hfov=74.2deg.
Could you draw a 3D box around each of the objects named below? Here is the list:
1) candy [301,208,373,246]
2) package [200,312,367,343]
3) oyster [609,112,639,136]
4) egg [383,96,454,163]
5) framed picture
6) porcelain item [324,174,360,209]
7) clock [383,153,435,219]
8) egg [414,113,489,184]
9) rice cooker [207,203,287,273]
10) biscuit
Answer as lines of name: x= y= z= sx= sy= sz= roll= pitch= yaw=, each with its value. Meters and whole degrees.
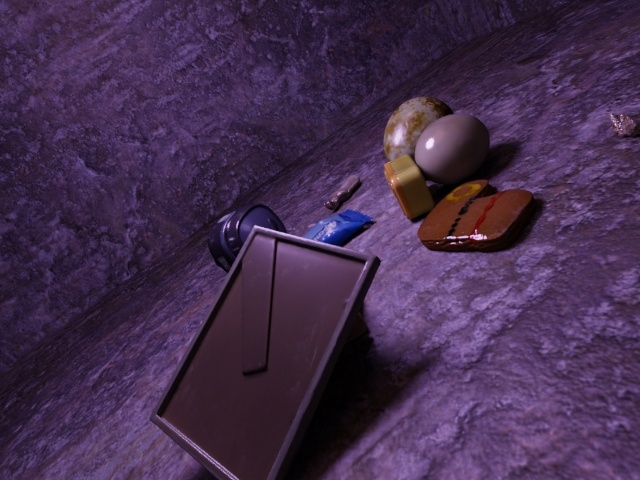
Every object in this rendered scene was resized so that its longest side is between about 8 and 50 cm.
candy: x=0.000 y=0.000 z=1.384 sx=0.331 sy=0.077 sz=0.187 roll=-38 pitch=27 yaw=-9
package: x=-0.068 y=0.195 z=0.907 sx=0.311 sy=0.221 sz=0.165 roll=-32 pitch=40 yaw=10
oyster: x=0.661 y=-0.254 z=0.927 sx=0.038 sy=0.081 sz=0.083 roll=-49 pitch=-23 yaw=28
egg: x=0.327 y=-0.340 z=1.403 sx=0.238 sy=0.238 sz=0.289 roll=-8 pitch=40 yaw=51
framed picture: x=-0.113 y=0.191 z=0.788 sx=0.326 sy=0.028 sz=0.446 roll=15 pitch=71 yaw=38
porcelain item: x=0.087 y=-0.188 z=1.702 sx=0.084 sy=0.054 sz=0.213 roll=-18 pitch=24 yaw=44
clock: x=0.255 y=-0.160 z=1.238 sx=0.096 sy=0.143 sz=0.202 roll=-23 pitch=21 yaw=10
egg: x=0.382 y=-0.265 z=1.213 sx=0.253 sy=0.189 sz=0.188 roll=-38 pitch=18 yaw=-33
rice cooker: x=-0.272 y=0.005 z=1.548 sx=0.224 sy=0.267 sz=0.267 roll=-17 pitch=26 yaw=42
biscuit: x=0.369 y=-0.074 z=0.993 sx=0.262 sy=0.052 sz=0.277 roll=-43 pitch=21 yaw=-22
